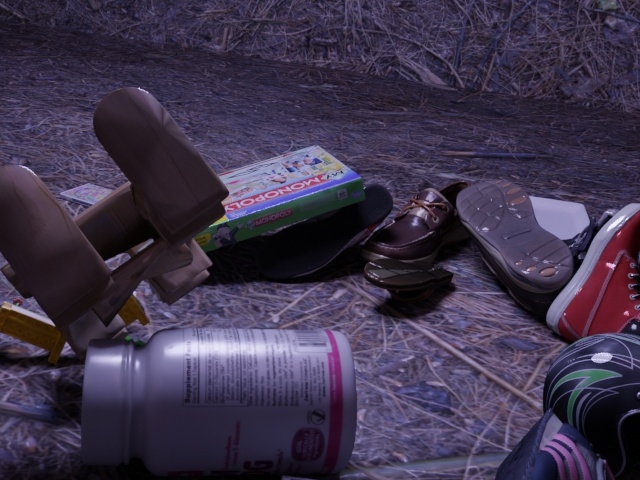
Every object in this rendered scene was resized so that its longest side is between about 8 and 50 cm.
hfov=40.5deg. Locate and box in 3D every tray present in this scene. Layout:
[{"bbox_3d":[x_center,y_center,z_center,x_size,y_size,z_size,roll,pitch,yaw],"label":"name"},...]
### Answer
[{"bbox_3d":[0.493,-0.033,1.822,0.145,0.030,0.270,8,22,7],"label":"tray"}]

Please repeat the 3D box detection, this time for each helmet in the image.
[{"bbox_3d":[0.353,0.189,1.038,0.169,0.161,0.169,9,14,-2],"label":"helmet"}]

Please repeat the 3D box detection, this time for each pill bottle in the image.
[{"bbox_3d":[-0.113,0.177,0.957,0.283,0.160,0.160,2,22,-10],"label":"pill bottle"}]

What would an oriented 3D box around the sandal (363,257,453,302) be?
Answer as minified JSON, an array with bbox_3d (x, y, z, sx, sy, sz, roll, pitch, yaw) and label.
[{"bbox_3d":[0.147,0.071,1.443,0.090,0.060,0.219,27,15,29],"label":"sandal"}]

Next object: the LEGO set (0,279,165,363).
[{"bbox_3d":[-0.347,0.089,1.179,0.287,0.132,0.107,-11,14,-12],"label":"LEGO set"}]

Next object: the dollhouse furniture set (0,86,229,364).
[{"bbox_3d":[-0.334,0.008,0.938,0.394,0.256,0.362,-37,-6,-16],"label":"dollhouse furniture set"}]

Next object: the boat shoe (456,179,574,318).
[{"bbox_3d":[0.330,0.015,1.525,0.132,0.130,0.355,-14,33,-2],"label":"boat shoe"}]

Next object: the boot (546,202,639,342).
[{"bbox_3d":[0.482,0.071,1.321,0.088,0.244,0.176,33,-1,-44],"label":"boot"}]

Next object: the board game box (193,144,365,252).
[{"bbox_3d":[-0.109,-0.075,1.495,0.317,0.046,0.213,-19,26,-15],"label":"board game box"}]

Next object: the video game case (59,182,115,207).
[{"bbox_3d":[-0.438,-0.085,1.713,0.122,0.011,0.087,17,24,23],"label":"video game case"}]

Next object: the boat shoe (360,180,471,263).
[{"bbox_3d":[0.193,-0.041,1.630,0.123,0.123,0.342,22,27,34],"label":"boat shoe"}]

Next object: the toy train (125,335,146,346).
[{"bbox_3d":[-0.247,0.147,1.187,0.083,0.017,0.024,17,13,24],"label":"toy train"}]

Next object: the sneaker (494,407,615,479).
[{"bbox_3d":[0.234,0.268,0.855,0.131,0.112,0.319,40,24,14],"label":"sneaker"}]

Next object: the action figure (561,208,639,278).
[{"bbox_3d":[0.509,0.035,1.495,0.164,0.141,0.276,30,8,-37],"label":"action figure"}]

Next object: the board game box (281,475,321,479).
[{"bbox_3d":[0.043,0.330,0.763,0.193,0.053,0.305,7,22,0],"label":"board game box"}]

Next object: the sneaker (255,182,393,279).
[{"bbox_3d":[0.001,0.001,1.539,0.270,0.090,0.145,-32,-6,-16],"label":"sneaker"}]
